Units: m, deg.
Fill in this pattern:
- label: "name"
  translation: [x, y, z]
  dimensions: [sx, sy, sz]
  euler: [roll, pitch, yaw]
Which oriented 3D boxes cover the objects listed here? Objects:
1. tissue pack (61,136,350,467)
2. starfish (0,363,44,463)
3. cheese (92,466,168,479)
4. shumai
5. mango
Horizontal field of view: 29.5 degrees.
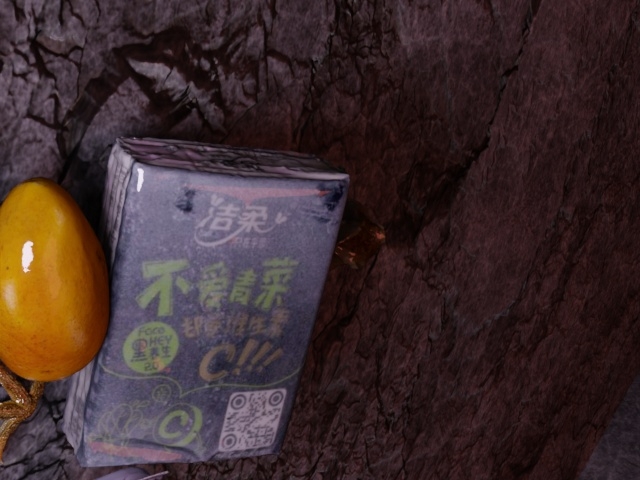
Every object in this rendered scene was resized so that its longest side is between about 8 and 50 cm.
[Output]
- label: "tissue pack"
  translation: [-0.141, 0.081, 1.490]
  dimensions: [0.288, 0.124, 0.394]
  euler: [2, 113, -31]
- label: "starfish"
  translation: [-0.350, 0.181, 1.422]
  dimensions: [0.130, 0.041, 0.133]
  euler: [-47, 144, -37]
- label: "cheese"
  translation: [-0.283, 0.331, 1.487]
  dimensions: [0.245, 0.052, 0.135]
  euler: [-33, 163, 31]
- label: "shumai"
  translation: [0.000, 0.000, 1.756]
  dimensions: [0.205, 0.176, 0.166]
  euler: [-58, 149, -14]
- label: "mango"
  translation: [-0.299, 0.042, 1.319]
  dimensions: [0.154, 0.126, 0.252]
  euler: [-59, 159, -51]
